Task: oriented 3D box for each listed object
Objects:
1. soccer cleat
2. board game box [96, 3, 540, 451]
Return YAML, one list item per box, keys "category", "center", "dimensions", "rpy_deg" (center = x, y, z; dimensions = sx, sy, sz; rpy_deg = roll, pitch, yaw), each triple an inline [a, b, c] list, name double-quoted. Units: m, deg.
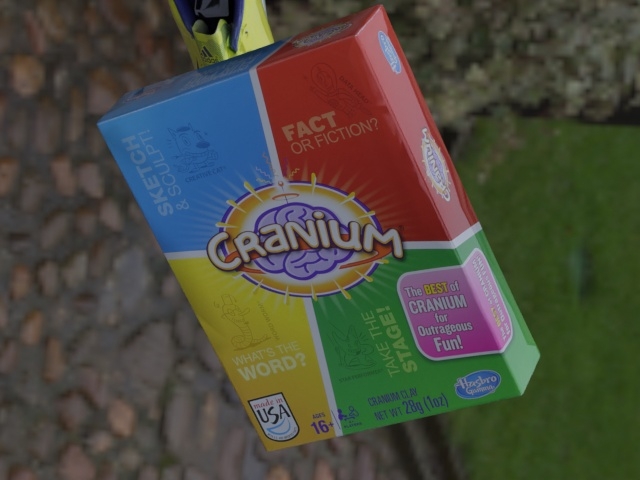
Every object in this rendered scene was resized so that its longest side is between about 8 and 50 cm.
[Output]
- category: "soccer cleat"
  center: [-0.074, -0.139, 1.541]
  dimensions: [0.121, 0.093, 0.289]
  rpy_deg: [-24, 98, -77]
- category: "board game box"
  center: [0.000, 0.000, 1.428]
  dimensions: [0.317, 0.242, 0.064]
  rpy_deg: [64, 30, -18]
